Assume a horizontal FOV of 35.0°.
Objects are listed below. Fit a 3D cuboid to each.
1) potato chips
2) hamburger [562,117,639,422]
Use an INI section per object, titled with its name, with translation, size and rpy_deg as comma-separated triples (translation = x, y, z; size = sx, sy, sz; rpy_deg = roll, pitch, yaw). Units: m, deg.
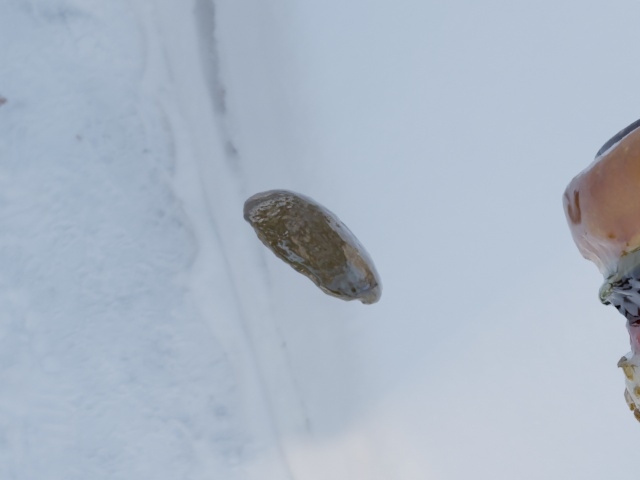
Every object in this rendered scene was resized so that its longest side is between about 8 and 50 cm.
[potato chips]
translation = 0.000, 0.000, 1.227
size = 0.150, 0.049, 0.201
rpy_deg = -5, 47, -44
[hamburger]
translation = 0.352, 0.010, 0.721
size = 0.330, 0.330, 0.250
rpy_deg = -11, 74, -33
